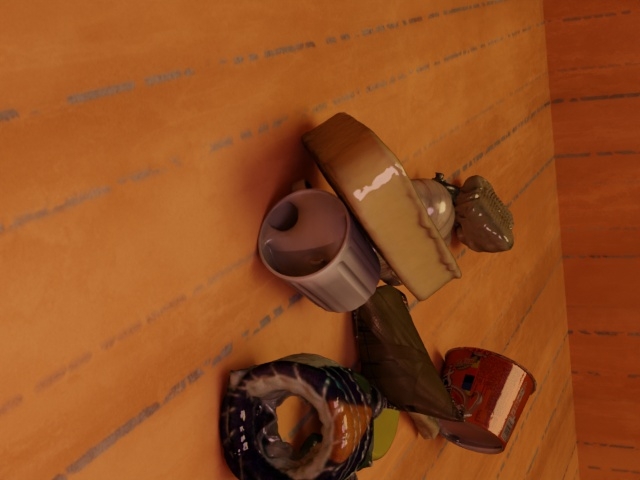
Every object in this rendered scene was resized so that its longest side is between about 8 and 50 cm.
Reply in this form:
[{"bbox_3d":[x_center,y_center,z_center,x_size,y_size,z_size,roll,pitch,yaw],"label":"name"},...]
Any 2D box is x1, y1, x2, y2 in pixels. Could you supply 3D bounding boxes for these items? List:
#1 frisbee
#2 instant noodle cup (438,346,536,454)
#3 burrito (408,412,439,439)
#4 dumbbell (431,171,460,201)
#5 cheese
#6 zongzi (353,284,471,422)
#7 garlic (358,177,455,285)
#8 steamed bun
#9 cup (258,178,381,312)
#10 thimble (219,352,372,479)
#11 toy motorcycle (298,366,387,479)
[{"bbox_3d":[0.129,0.365,1.865,0.236,0.017,0.235,3,86,-62],"label":"frisbee"},{"bbox_3d":[0.408,0.417,2.175,0.192,0.251,0.250,-63,143,-29],"label":"instant noodle cup"},{"bbox_3d":[0.242,0.405,2.017,0.226,0.061,0.086,63,27,-48],"label":"burrito"},{"bbox_3d":[0.274,-0.041,2.069,0.110,0.110,0.254,20,77,-61],"label":"dumbbell"},{"bbox_3d":[0.115,-0.048,1.480,0.384,0.104,0.384,54,2,-2],"label":"cheese"},{"bbox_3d":[0.179,0.216,1.675,0.123,0.289,0.260,-4,88,-31],"label":"zongzi"},{"bbox_3d":[0.158,-0.051,1.788,0.245,0.245,0.253,63,1,-40],"label":"garlic"},{"bbox_3d":[0.434,-0.055,2.333,0.218,0.144,0.211,51,28,-6],"label":"steamed bun"},{"bbox_3d":[0.013,0.003,1.495,0.202,0.167,0.221,48,51,-56],"label":"cup"},{"bbox_3d":[-0.041,0.287,1.338,0.150,0.238,0.237,7,83,-67],"label":"thimble"},{"bbox_3d":[0.037,0.358,1.589,0.205,0.127,0.275,41,47,-56],"label":"toy motorcycle"}]
